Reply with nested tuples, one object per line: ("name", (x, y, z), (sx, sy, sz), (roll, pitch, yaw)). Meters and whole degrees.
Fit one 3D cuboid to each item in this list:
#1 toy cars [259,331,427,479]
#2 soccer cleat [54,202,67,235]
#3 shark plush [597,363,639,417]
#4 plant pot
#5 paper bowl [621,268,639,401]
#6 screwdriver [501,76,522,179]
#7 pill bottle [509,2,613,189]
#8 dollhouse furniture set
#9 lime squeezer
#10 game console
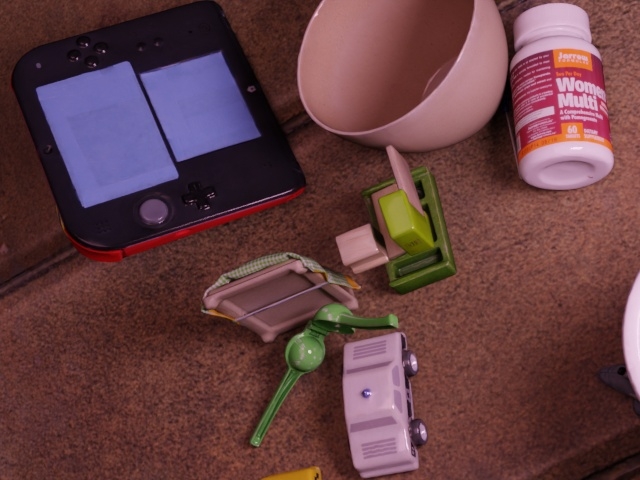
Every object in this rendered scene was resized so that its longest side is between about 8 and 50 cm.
("toy cars", (0.014, 0.289, 1.852), (0.176, 0.087, 0.394), (30, 85, 31))
("soccer cleat", (-0.385, -0.120, 2.185), (0.093, 0.121, 0.289), (-24, 62, 17))
("shark plush", (0.371, 0.169, 1.697), (0.067, 0.161, 0.073), (26, 94, 0))
("plant pot", (0.136, -0.228, 1.920), (0.284, 0.191, 0.284), (-20, 56, 33))
("paper bowl", (0.468, 0.111, 1.526), (0.284, 0.148, 0.284), (-6, 71, 19))
("screwdriver", (0.250, -0.159, 1.952), (0.025, 0.024, 0.170), (-2, 68, -6))
("pill bottle", (0.307, -0.186, 1.876), (0.121, 0.121, 0.221), (-11, 66, 22))
("dollhouse furniture set", (0.000, 0.000, 1.907), (0.301, 0.197, 0.151), (-22, 64, 16))
("lime squeezer", (0.002, 0.152, 1.901), (0.310, 0.059, 0.110), (-43, 50, 35))
("game console", (-0.243, -0.167, 2.101), (0.342, 0.060, 0.387), (-20, 61, -9))
